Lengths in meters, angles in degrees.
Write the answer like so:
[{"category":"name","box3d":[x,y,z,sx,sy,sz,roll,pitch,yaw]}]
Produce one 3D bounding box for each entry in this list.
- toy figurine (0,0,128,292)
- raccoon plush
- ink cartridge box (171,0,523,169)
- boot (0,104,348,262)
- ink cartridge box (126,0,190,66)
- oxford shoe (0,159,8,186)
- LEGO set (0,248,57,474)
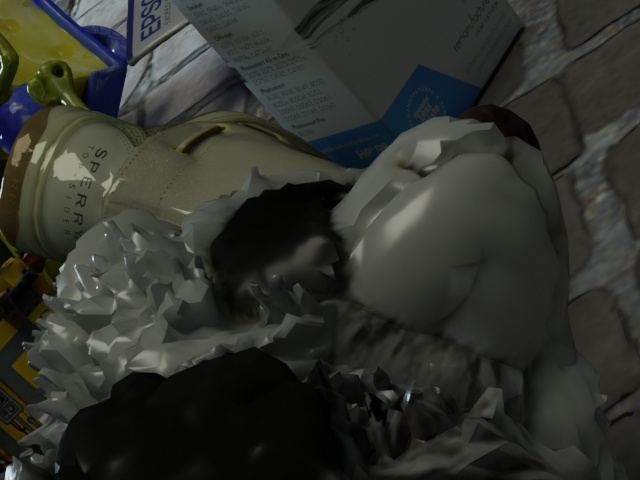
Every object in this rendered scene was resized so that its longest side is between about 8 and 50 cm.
[{"category":"toy figurine","box3d":[-0.164,-0.096,1.027,0.217,0.362,0.191,-15,-44,-47]},{"category":"raccoon plush","box3d":[-0.073,0.155,0.465,0.446,0.216,0.299,-44,15,-4]},{"category":"ink cartridge box","box3d":[-0.002,-0.120,0.834,0.060,0.180,0.104,-12,38,50]},{"category":"boot","box3d":[0.000,0.000,0.733,0.165,0.213,0.077,16,96,27]},{"category":"ink cartridge box","box3d":[0.034,-0.253,1.122,0.330,0.071,0.324,-34,31,20]},{"category":"oxford shoe","box3d":[-0.211,-0.017,1.146,0.212,0.076,0.076,-47,-1,-20]},{"category":"LEGO set","box3d":[-0.249,0.095,0.772,0.331,0.192,0.255,-48,7,-7]}]
